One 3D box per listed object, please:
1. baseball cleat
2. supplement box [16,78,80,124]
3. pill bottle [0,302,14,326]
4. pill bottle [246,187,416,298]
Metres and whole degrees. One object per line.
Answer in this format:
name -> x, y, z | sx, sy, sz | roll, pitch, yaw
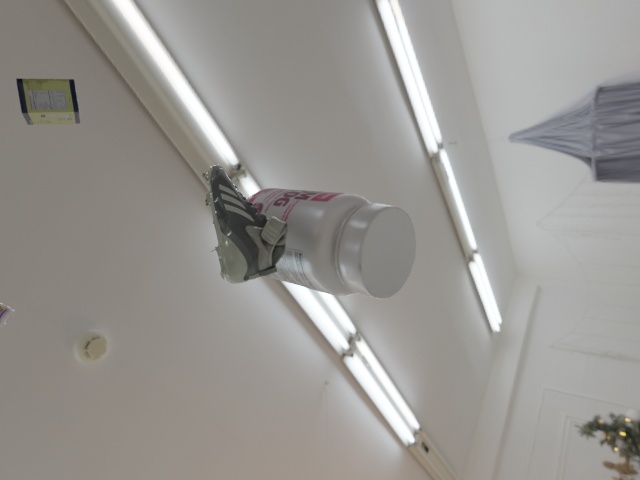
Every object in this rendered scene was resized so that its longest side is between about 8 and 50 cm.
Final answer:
baseball cleat -> -0.105, -0.030, 0.651 | 0.072, 0.109, 0.206 | 93, 163, -56
supplement box -> -0.460, -0.235, 0.780 | 0.083, 0.083, 0.056 | -9, -87, -26
pill bottle -> -0.715, 0.150, 0.990 | 0.083, 0.043, 0.043 | 28, -117, -7
pill bottle -> 0.000, 0.000, 0.746 | 0.160, 0.283, 0.161 | -10, -75, -44
